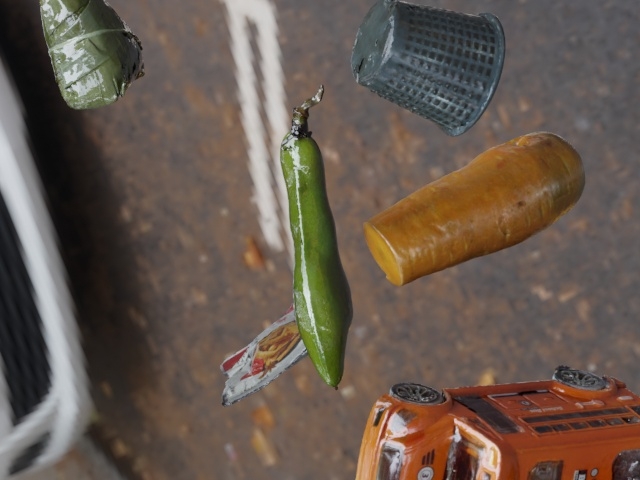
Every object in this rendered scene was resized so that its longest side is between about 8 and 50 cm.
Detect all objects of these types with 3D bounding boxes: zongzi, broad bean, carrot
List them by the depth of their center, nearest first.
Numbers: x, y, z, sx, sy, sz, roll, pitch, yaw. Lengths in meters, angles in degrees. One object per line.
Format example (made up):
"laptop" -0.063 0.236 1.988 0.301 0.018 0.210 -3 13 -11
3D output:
"zongzi" -0.175 -0.177 1.340 0.154 0.062 0.130 -69 -38 -72
"carrot" 0.131 -0.026 1.433 0.087 0.193 0.087 45 150 34
"broad bean" -0.008 0.001 1.866 0.075 0.067 0.325 -176 77 -82

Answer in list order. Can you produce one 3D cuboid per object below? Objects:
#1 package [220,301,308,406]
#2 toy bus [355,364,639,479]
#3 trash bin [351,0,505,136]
"package" -0.059 0.130 2.099 0.030 0.154 0.239 50 -179 -8
"toy bus" 0.202 0.229 1.811 0.153 0.329 0.143 33 118 53
"trash bin" 0.134 -0.240 2.299 0.175 0.161 0.175 -43 40 49
